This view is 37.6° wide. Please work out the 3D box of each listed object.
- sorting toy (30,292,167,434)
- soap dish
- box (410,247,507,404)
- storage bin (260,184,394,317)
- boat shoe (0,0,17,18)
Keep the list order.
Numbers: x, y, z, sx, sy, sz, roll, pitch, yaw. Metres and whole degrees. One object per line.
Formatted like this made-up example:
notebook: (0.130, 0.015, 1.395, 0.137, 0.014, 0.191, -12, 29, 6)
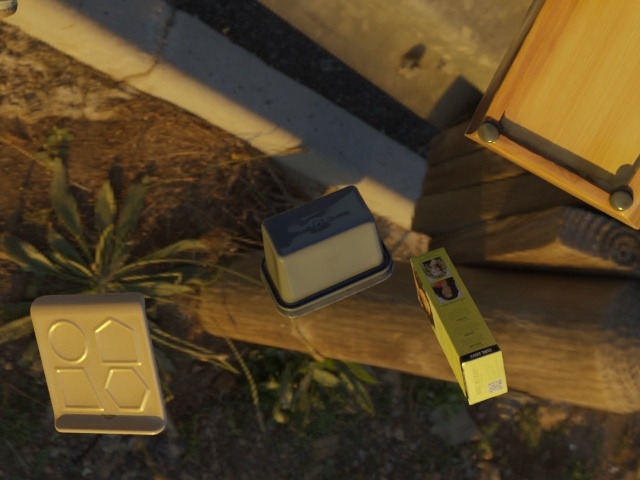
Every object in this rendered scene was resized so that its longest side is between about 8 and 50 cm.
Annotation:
sorting toy: (-0.322, 0.179, 1.379, 0.038, 0.193, 0.208, -32, 117, -67)
soap dish: (0.311, -0.180, 1.005, 0.118, 0.229, 0.291, -35, 154, -61)
box: (0.190, 0.114, 1.318, 0.058, 0.232, 0.087, -19, 127, -3)
storage bin: (0.000, 0.000, 0.972, 0.135, 0.098, 0.091, -22, 145, -8)
boat shoe: (-0.604, -0.429, 1.375, 0.122, 0.341, 0.110, -77, -176, -57)
